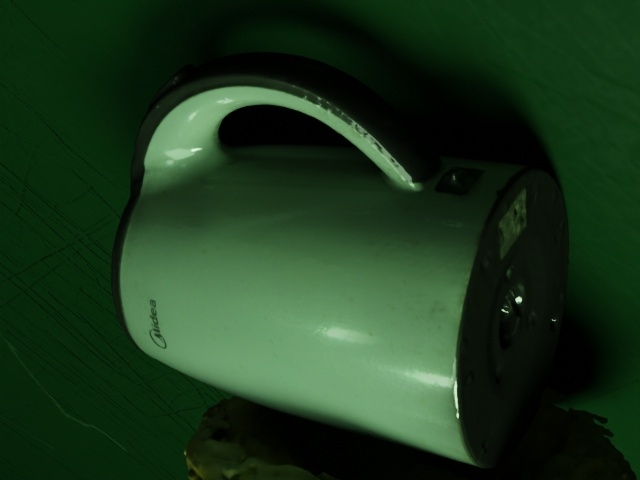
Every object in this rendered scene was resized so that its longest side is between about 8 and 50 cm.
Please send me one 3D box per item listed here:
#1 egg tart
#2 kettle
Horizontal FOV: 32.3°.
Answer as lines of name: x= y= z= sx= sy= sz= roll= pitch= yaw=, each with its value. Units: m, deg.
egg tart: x=0.052 y=0.156 z=0.674 sx=0.288 sy=0.288 sz=0.118 roll=11 pitch=99 yaw=24
kettle: x=0.000 y=0.000 z=0.624 sx=0.237 sy=0.161 sz=0.221 roll=10 pitch=127 yaw=30
